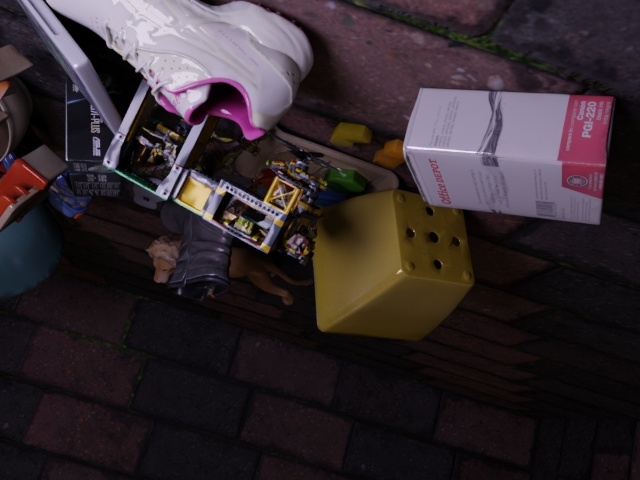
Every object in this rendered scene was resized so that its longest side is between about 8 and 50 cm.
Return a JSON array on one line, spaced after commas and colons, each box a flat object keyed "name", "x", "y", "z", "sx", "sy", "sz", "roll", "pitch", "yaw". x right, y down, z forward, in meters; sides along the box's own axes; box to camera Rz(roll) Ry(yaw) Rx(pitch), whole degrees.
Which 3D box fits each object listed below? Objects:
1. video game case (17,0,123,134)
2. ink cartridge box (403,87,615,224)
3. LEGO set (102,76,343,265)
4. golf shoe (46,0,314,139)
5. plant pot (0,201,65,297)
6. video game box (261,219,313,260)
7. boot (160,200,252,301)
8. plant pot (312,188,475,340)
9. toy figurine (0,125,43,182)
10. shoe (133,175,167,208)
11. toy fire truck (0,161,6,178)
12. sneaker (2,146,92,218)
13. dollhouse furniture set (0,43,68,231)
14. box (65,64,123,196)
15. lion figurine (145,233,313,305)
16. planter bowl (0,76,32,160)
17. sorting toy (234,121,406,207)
[{"name": "video game case", "x": -0.314, "y": -0.231, "z": 0.798, "sx": 0.173, "sy": 0.022, "sz": 0.190, "roll": 52, "pitch": 169, "yaw": 9}, {"name": "ink cartridge box", "x": 0.225, "y": -0.099, "z": 0.772, "sx": 0.218, "sy": 0.092, "sz": 0.158, "roll": 7, "pitch": 160, "yaw": 23}, {"name": "LEGO set", "x": -0.111, "y": -0.129, "z": 0.880, "sx": 0.331, "sy": 0.192, "sz": 0.255, "roll": 30, "pitch": -172, "yaw": 13}, {"name": "golf shoe", "x": -0.165, "y": -0.211, "z": 0.706, "sx": 0.306, "sy": 0.140, "sz": 0.115, "roll": 19, "pitch": 164, "yaw": -1}, {"name": "plant pot", "x": -0.825, "y": -0.034, "z": 1.636, "sx": 0.293, "sy": 0.292, "sz": 0.235, "roll": 16, "pitch": 150, "yaw": 2}, {"name": "video game box", "x": 0.000, "y": 0.000, "z": 1.362, "sx": 0.205, "sy": 0.048, "sz": 0.187, "roll": 25, "pitch": 164, "yaw": -24}, {"name": "boot", "x": -0.272, "y": 0.011, "z": 1.342, "sx": 0.118, "sy": 0.222, "sz": 0.338, "roll": 25, "pitch": 161, "yaw": -28}, {"name": "plant pot", "x": 0.127, "y": 0.030, "z": 1.050, "sx": 0.212, "sy": 0.212, "sz": 0.187, "roll": 10, "pitch": 153, "yaw": -30}, {"name": "toy figurine", "x": -0.641, "y": -0.160, "z": 1.181, "sx": 0.213, "sy": 0.209, "sz": 0.148, "roll": 12, "pitch": 156, "yaw": 13}, {"name": "shoe", "x": -0.311, "y": -0.116, "z": 1.221, "sx": 0.064, "sy": 0.081, "sz": 0.178, "roll": 22, "pitch": 165, "yaw": -16}, {"name": "toy fire truck", "x": -0.700, "y": -0.154, "z": 1.520, "sx": 0.192, "sy": 0.047, "sz": 0.135, "roll": -1, "pitch": 157, "yaw": 45}, {"name": "sneaker", "x": -0.591, "y": -0.145, "z": 1.420, "sx": 0.087, "sy": 0.083, "sz": 0.221, "roll": -36, "pitch": 125, "yaw": 21}, {"name": "dollhouse furniture set", "x": -0.505, "y": -0.144, "z": 0.916, "sx": 0.259, "sy": 0.135, "sz": 0.262, "roll": 43, "pitch": 122, "yaw": -11}, {"name": "box", "x": -0.338, "y": -0.159, "z": 0.979, "sx": 0.078, "sy": 0.147, "sz": 0.180, "roll": -1, "pitch": 167, "yaw": -18}, {"name": "lion figurine", "x": -0.231, "y": 0.062, "z": 1.672, "sx": 0.393, "sy": 0.142, "sz": 0.240, "roll": -3, "pitch": 151, "yaw": 12}, {"name": "planter bowl", "x": -0.532, "y": -0.212, "z": 1.031, "sx": 0.162, "sy": 0.109, "sz": 0.162, "roll": 7, "pitch": 122, "yaw": 12}, {"name": "sorting toy", "x": 0.003, "y": -0.112, "z": 1.018, "sx": 0.229, "sy": 0.041, "sz": 0.307, "roll": 22, "pitch": 162, "yaw": -17}]
